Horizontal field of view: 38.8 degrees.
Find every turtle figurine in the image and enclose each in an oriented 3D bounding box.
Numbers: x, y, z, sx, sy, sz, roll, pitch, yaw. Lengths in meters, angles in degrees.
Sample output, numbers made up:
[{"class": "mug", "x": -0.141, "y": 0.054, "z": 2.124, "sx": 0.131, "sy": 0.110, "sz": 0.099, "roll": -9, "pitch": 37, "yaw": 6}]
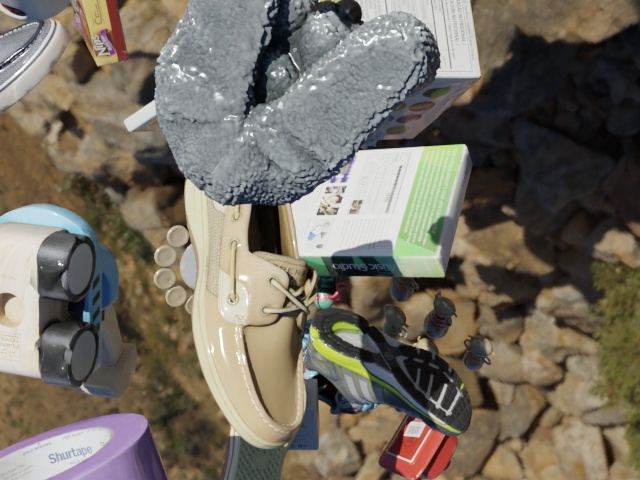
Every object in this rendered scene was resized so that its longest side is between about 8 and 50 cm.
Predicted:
[{"class": "turtle figurine", "x": -0.004, "y": 0.041, "z": 1.628, "sx": 0.118, "sy": 0.234, "sz": 0.175, "roll": 16, "pitch": 147, "yaw": -11}]

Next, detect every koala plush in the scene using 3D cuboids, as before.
[{"class": "koala plush", "x": -0.023, "y": -0.137, "z": 0.758, "sx": 0.196, "sy": 0.221, "sz": 0.203, "roll": 35, "pitch": 108, "yaw": 0}]

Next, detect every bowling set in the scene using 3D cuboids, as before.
[{"class": "bowling set", "x": 0.198, "y": 0.197, "z": 1.854, "sx": 0.287, "sy": 0.200, "sz": 0.154, "roll": 41, "pitch": 158, "yaw": 17}]

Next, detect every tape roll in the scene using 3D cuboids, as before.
[{"class": "tape roll", "x": -0.321, "y": 0.300, "z": 1.069, "sx": 0.275, "sy": 0.275, "sz": 0.090, "roll": -9, "pitch": 100, "yaw": 56}]

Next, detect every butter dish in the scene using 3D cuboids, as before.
[{"class": "butter dish", "x": 0.227, "y": 0.445, "z": 1.921, "sx": 0.118, "sy": 0.160, "sz": 0.160, "roll": 40, "pitch": 162, "yaw": -21}]

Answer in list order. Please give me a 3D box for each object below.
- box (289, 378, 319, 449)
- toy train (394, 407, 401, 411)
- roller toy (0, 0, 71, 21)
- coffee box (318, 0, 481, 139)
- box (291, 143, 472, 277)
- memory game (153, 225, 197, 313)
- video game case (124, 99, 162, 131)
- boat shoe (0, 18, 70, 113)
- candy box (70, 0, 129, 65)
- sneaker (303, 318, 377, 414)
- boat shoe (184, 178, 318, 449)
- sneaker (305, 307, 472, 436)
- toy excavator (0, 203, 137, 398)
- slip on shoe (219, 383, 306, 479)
[{"class": "box", "x": -0.054, "y": 0.309, "z": 1.617, "sx": 0.101, "sy": 0.087, "sz": 0.102, "roll": -2, "pitch": 121, "yaw": 3}, {"class": "toy train", "x": 0.181, "y": 0.349, "z": 2.095, "sx": 0.143, "sy": 0.105, "sz": 0.248, "roll": 44, "pitch": 170, "yaw": -12}, {"class": "roller toy", "x": -0.603, "y": -0.560, "z": 1.861, "sx": 0.146, "sy": 0.191, "sz": 0.209, "roll": 94, "pitch": 157, "yaw": -74}, {"class": "coffee box", "x": 0.066, "y": -0.398, "z": 1.706, "sx": 0.337, "sy": 0.334, "sz": 0.338, "roll": 142, "pitch": 124, "yaw": -69}, {"class": "box", "x": 0.068, "y": -0.047, "z": 1.472, "sx": 0.322, "sy": 0.232, "sz": 0.058, "roll": -1, "pitch": 141, "yaw": 28}, {"class": "memory game", "x": -0.191, "y": 0.039, "z": 1.526, "sx": 0.186, "sy": 0.186, "sz": 0.012, "roll": 60, "pitch": 168, "yaw": -29}, {"class": "video game case", "x": -0.183, "y": -0.244, "z": 1.490, "sx": 0.227, "sy": 0.206, "sz": 0.026, "roll": -29, "pitch": 89, "yaw": 19}, {"class": "boat shoe", "x": -0.546, "y": -0.252, "z": 1.336, "sx": 0.158, "sy": 0.340, "sz": 0.127, "roll": 50, "pitch": -171, "yaw": -40}, {"class": "candy box", "x": -0.340, "y": -0.351, "z": 1.365, "sx": 0.186, "sy": 0.053, "sz": 0.109, "roll": -126, "pitch": 25, "yaw": -48}, {"class": "sneaker", "x": -0.003, "y": 0.246, "z": 1.784, "sx": 0.262, "sy": 0.125, "sz": 0.104, "roll": 37, "pitch": 127, "yaw": 40}, {"class": "boat shoe", "x": -0.067, "y": 0.051, "z": 0.990, "sx": 0.110, "sy": 0.122, "sz": 0.341, "roll": -24, "pitch": 70, "yaw": 32}, {"class": "sneaker", "x": 0.107, "y": 0.225, "z": 1.473, "sx": 0.300, "sy": 0.111, "sz": 0.121, "roll": 32, "pitch": 137, "yaw": 8}, {"class": "toy excavator", "x": -0.437, "y": 0.132, "z": 1.600, "sx": 0.222, "sy": 0.445, "sz": 0.432, "roll": 7, "pitch": 105, "yaw": 12}, {"class": "slip on shoe", "x": -0.104, "y": 0.331, "z": 1.470, "sx": 0.123, "sy": 0.331, "sz": 0.101, "roll": 24, "pitch": 140, "yaw": -15}]
